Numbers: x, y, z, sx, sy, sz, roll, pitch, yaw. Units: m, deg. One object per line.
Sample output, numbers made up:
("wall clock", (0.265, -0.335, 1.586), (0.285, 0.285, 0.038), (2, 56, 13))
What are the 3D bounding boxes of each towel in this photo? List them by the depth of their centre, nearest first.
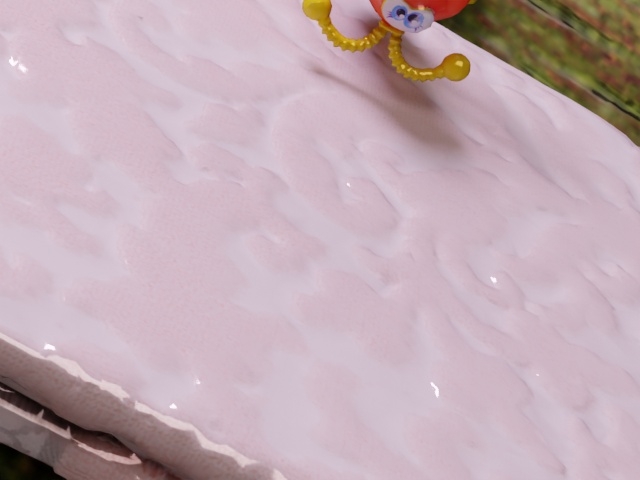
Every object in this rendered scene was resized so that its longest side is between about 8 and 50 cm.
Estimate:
("towel", (0.000, 0.000, 0.646), (0.317, 0.053, 0.332), (29, 29, -12))

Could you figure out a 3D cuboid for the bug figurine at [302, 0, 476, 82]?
("bug figurine", (0.114, -0.083, 0.766), (0.279, 0.072, 0.216), (24, 19, -10))
